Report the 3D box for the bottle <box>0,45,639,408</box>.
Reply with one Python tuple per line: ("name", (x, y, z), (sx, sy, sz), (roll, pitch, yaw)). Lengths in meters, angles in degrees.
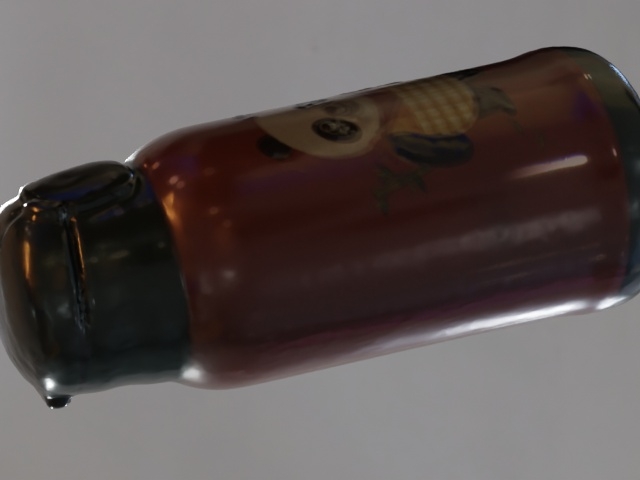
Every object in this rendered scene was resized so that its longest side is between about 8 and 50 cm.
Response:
("bottle", (0.000, 0.000, 0.984), (0.336, 0.144, 0.144), (-13, -81, -19))
